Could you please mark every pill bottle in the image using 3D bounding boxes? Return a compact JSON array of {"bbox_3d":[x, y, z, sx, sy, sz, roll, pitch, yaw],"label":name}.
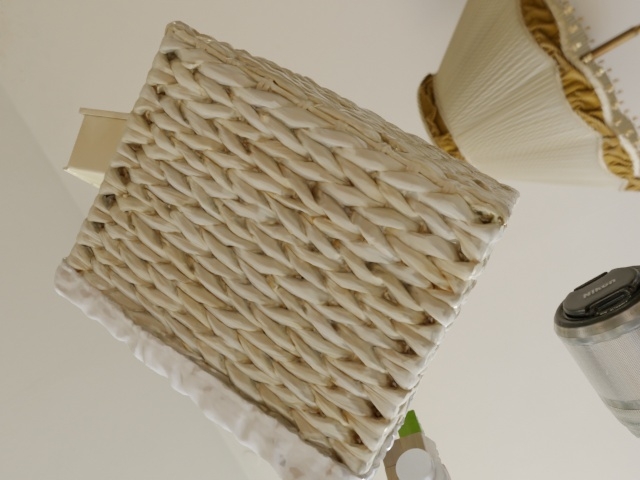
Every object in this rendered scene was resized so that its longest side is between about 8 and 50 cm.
[{"bbox_3d":[0.146,0.335,0.690,0.120,0.067,0.067,61,-150,-27],"label":"pill bottle"}]

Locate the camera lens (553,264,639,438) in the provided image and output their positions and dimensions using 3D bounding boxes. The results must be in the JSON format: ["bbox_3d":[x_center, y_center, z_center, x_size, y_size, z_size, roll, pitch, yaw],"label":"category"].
[{"bbox_3d":[0.594,0.201,0.961,0.274,0.219,0.219,55,-147,-1],"label":"camera lens"}]

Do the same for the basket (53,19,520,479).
[{"bbox_3d":[0.000,0.000,0.526,0.331,0.267,0.328,33,-162,15],"label":"basket"}]

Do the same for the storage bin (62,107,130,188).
[{"bbox_3d":[-0.297,-0.131,1.007,0.260,0.262,0.123,41,-119,-67],"label":"storage bin"}]

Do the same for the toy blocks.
[{"bbox_3d":[0.247,0.592,1.114,0.261,0.190,0.382,48,-158,-53],"label":"toy blocks"}]
